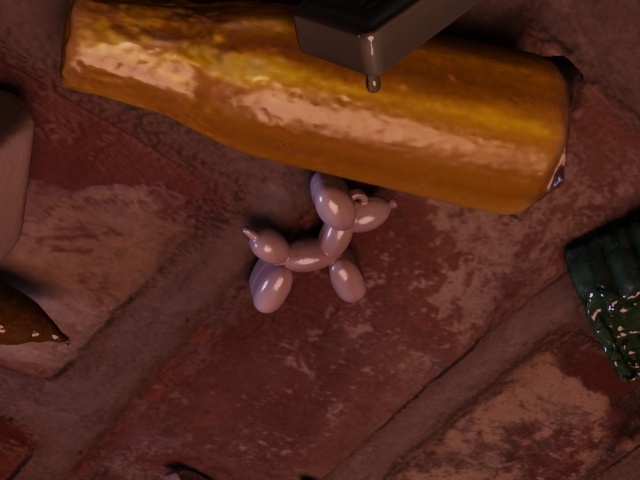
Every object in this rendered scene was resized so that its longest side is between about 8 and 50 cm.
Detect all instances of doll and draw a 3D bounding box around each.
[{"bbox_3d":[0.000,0.000,1.078,0.161,0.059,0.160,-7,133,-8],"label":"doll"}]

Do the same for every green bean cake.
[{"bbox_3d":[0.407,0.062,1.193,0.208,0.107,0.193,-24,132,16],"label":"green bean cake"}]

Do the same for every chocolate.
[{"bbox_3d":[0.001,-0.141,0.909,0.446,0.162,0.162,11,126,-18],"label":"chocolate"}]

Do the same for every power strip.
[{"bbox_3d":[0.060,-0.213,0.855,0.216,0.145,0.061,-38,138,-29],"label":"power strip"}]

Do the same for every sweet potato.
[{"bbox_3d":[-0.381,0.059,1.021,0.270,0.074,0.074,8,128,-10],"label":"sweet potato"}]

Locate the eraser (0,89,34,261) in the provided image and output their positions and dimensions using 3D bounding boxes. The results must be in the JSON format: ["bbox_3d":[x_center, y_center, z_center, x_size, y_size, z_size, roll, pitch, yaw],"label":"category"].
[{"bbox_3d":[-0.394,-0.011,0.797,0.331,0.331,0.150,5,128,-19],"label":"eraser"}]

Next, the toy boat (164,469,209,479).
[{"bbox_3d":[-0.199,0.340,1.344,0.122,0.034,0.096,-32,131,24],"label":"toy boat"}]
